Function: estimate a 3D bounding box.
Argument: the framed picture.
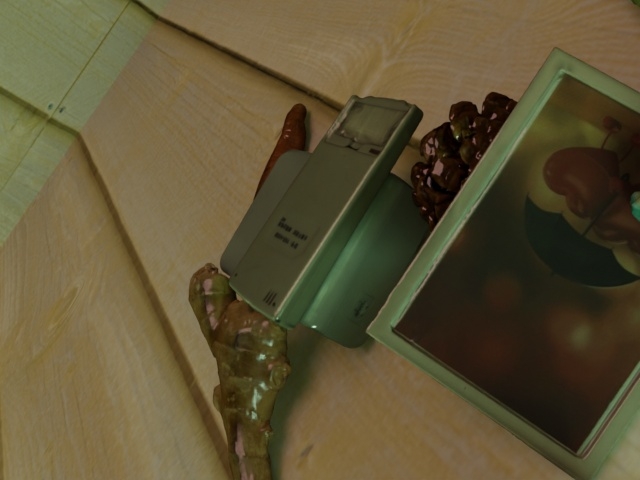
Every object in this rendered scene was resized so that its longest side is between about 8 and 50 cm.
[{"bbox_3d":[0.203,0.016,0.479,0.211,0.020,0.289,34,92,11],"label":"framed picture"}]

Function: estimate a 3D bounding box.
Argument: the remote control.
[{"bbox_3d":[0.007,-0.042,0.659,0.123,0.038,0.285,26,82,51],"label":"remote control"}]

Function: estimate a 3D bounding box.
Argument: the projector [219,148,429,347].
[{"bbox_3d":[0.000,0.000,0.752,0.250,0.108,0.198,23,82,54],"label":"projector"}]

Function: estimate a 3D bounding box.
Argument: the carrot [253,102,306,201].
[{"bbox_3d":[-0.058,-0.134,0.955,0.059,0.059,0.247,-12,53,43],"label":"carrot"}]

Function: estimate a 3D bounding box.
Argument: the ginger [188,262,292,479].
[{"bbox_3d":[-0.093,0.179,0.715,0.148,0.081,0.333,-17,72,27],"label":"ginger"}]

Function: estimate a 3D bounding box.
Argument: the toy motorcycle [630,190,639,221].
[{"bbox_3d":[0.340,0.034,0.358,0.198,0.109,0.296,-47,51,14],"label":"toy motorcycle"}]

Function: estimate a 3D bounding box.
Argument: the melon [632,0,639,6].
[{"bbox_3d":[0.429,-0.322,0.500,0.323,0.124,0.196,-28,47,24],"label":"melon"}]

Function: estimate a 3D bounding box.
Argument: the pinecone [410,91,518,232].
[{"bbox_3d":[0.161,-0.061,0.581,0.174,0.174,0.173,-27,46,33],"label":"pinecone"}]
